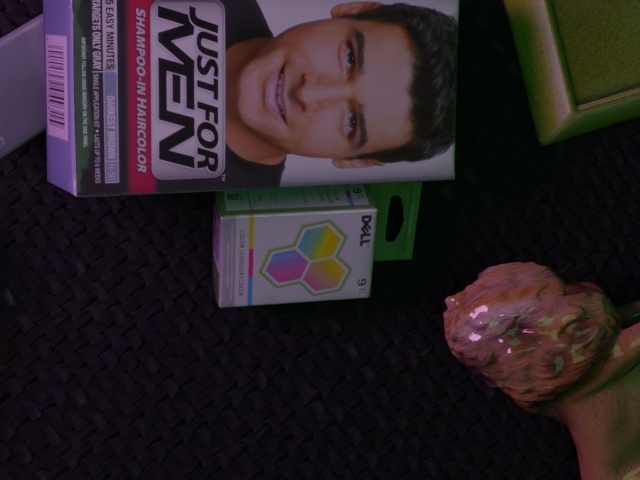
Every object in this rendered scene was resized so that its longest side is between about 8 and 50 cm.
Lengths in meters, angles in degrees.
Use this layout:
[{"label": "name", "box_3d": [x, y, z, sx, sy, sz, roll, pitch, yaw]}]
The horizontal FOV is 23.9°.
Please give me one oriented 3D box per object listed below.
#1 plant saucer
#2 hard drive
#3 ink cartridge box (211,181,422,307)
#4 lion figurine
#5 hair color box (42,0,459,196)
[{"label": "plant saucer", "box_3d": [0.294, -0.209, 1.535, 0.188, 0.045, 0.188, -17, 101, -8]}, {"label": "hard drive", "box_3d": [-0.278, -0.148, 1.422, 0.135, 0.022, 0.094, -38, 105, -30]}, {"label": "ink cartridge box", "box_3d": [0.000, 0.000, 1.485, 0.209, 0.062, 0.109, -3, 126, -10]}, {"label": "lion figurine", "box_3d": [0.299, 0.174, 1.551, 0.240, 0.142, 0.392, -27, 107, 2]}, {"label": "hair color box", "box_3d": [-0.061, -0.145, 1.406, 0.374, 0.113, 0.185, -4, 101, -24]}]
